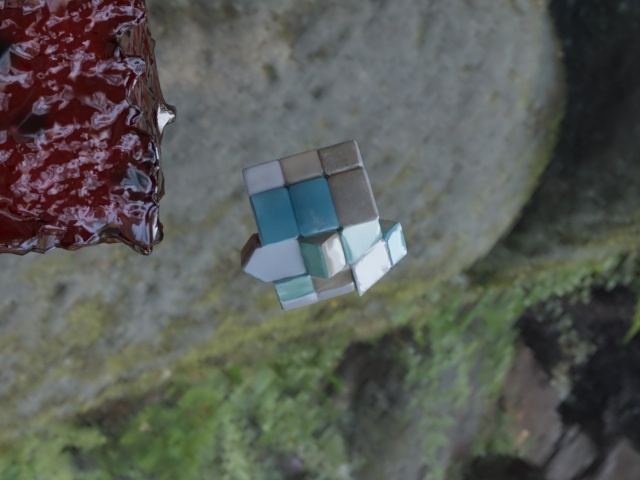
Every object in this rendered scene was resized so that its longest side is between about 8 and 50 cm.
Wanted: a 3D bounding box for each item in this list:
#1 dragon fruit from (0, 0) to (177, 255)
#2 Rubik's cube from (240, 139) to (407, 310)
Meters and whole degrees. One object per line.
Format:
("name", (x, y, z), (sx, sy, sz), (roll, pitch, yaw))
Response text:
("dragon fruit", (-0.189, -0.149, 0.757), (0.286, 0.228, 0.329), (-108, -167, -85))
("Rubik's cube", (0.001, -0.001, 0.817), (0.075, 0.073, 0.084), (-22, 158, 16))
